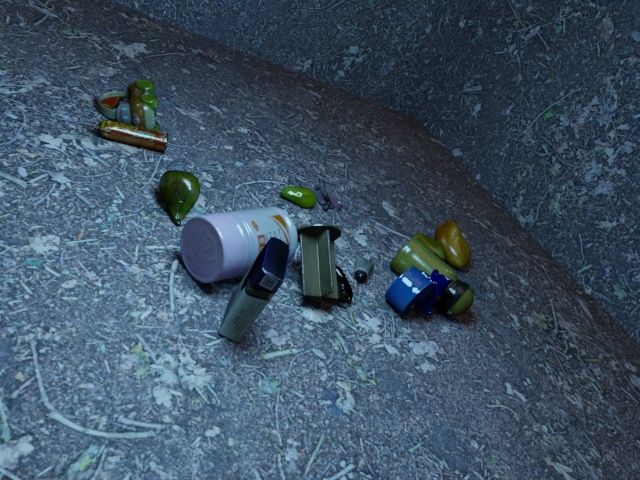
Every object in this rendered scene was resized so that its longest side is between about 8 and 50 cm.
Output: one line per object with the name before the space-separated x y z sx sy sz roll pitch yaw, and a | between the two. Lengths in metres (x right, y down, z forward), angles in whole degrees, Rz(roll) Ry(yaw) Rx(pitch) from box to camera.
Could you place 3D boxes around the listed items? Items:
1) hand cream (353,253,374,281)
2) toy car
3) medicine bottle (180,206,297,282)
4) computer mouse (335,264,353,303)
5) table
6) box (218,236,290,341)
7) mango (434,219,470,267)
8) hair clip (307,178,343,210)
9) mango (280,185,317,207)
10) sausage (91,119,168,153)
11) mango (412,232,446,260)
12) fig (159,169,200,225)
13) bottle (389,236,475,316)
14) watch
hand cream | 0.165 0.106 1.877 0.087 0.054 0.186 28 23 1
toy car | -0.751 -0.521 1.890 0.235 0.145 0.235 7 42 -6
medicine bottle | -0.242 0.007 1.484 0.202 0.202 0.316 46 33 23
computer mouse | 0.030 0.125 1.691 0.147 0.077 0.241 -11 51 -48
table | -0.006 0.080 1.579 0.167 0.167 0.226 11 63 -33
box | -0.176 0.131 1.302 0.071 0.259 0.168 28 29 -13
mango | 0.645 0.030 2.354 0.187 0.138 0.257 43 30 -19
hair clip | 0.026 -0.202 2.209 0.146 0.056 0.187 2 50 -43
mango | -0.089 -0.190 2.049 0.165 0.074 0.091 14 36 -28
sausage | -0.698 -0.386 1.775 0.264 0.083 0.083 8 38 -34
mango | 0.502 0.038 2.263 0.191 0.085 0.122 36 39 26
fig | -0.475 -0.140 1.610 0.133 0.184 0.127 11 -3 -25
bottle | 0.463 0.158 1.963 0.351 0.171 0.172 43 31 15
watch | 0.348 0.184 1.792 0.171 0.196 0.200 38 22 29
